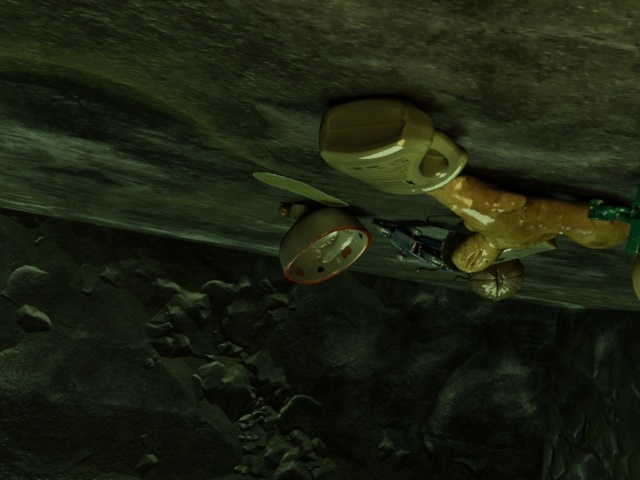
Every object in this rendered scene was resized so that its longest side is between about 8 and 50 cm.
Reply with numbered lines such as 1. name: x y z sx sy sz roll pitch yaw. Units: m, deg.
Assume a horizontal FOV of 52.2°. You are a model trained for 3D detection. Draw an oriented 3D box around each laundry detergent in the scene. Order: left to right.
1. laundry detergent: 0.119 -0.128 0.964 0.181 0.091 0.253 -3 168 31

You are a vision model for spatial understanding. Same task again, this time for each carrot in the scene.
1. carrot: -0.066 -0.074 1.829 0.035 0.036 0.165 4 174 31

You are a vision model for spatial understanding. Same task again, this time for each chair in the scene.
1. chair: 0.354 0.011 1.609 0.174 0.149 0.213 13 167 -24

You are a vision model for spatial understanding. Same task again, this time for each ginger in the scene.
1. ginger: 0.390 -0.038 1.228 0.363 0.122 0.348 -4 159 27

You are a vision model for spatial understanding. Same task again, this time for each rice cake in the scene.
1. rice cake: -0.007 -0.057 1.835 0.042 0.045 0.245 3 171 34

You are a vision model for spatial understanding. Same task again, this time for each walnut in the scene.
1. walnut: 0.549 0.106 2.058 0.178 0.178 0.230 8 179 3

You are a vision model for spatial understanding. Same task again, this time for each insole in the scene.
1. insole: -0.041 -0.119 1.555 0.109 0.007 0.322 3 171 37

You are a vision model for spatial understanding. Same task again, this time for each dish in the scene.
1. dish: 0.000 0.000 1.755 0.256 0.117 0.256 -23 152 -13

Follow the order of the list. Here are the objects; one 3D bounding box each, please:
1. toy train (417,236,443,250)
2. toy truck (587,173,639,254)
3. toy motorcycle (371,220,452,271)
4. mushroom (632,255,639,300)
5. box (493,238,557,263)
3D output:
1. toy train: 0.351 0.024 2.047 0.233 0.051 0.052 14 175 -39
2. toy truck: 0.620 -0.017 1.014 0.363 0.177 0.178 11 -179 -14
3. toy motorcycle: 0.257 0.012 1.804 0.254 0.092 0.135 33 -171 35
4. mushroom: 0.829 0.114 1.313 0.353 0.353 0.325 4 -161 30
5. box: 0.482 0.028 1.720 0.247 0.033 0.129 -17 162 29
